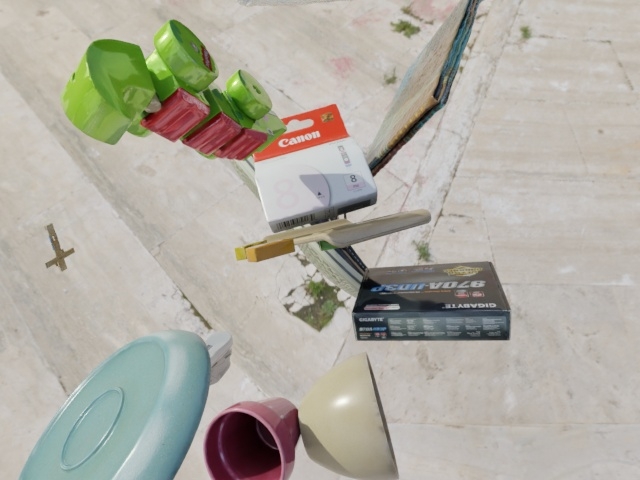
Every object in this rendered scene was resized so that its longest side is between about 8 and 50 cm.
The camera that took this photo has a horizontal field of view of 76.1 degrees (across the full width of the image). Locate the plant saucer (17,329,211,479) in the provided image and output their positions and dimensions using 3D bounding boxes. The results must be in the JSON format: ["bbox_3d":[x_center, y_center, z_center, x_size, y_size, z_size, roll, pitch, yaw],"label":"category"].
[{"bbox_3d":[-0.272,0.241,0.514,0.317,0.044,0.318,-29,33,20],"label":"plant saucer"}]

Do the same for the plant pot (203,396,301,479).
[{"bbox_3d":[-0.132,0.449,0.926,0.201,0.180,0.201,0,89,20],"label":"plant pot"}]

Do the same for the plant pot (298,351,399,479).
[{"bbox_3d":[0.056,0.429,0.975,0.190,0.284,0.284,-15,61,5],"label":"plant pot"}]

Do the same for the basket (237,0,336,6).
[{"bbox_3d":[-0.050,-0.549,0.554,0.331,0.328,0.266,27,82,40],"label":"basket"}]

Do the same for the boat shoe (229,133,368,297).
[{"bbox_3d":[-0.011,-0.061,0.966,0.156,0.187,0.500,-39,89,-12],"label":"boat shoe"}]

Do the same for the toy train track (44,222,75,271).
[{"bbox_3d":[-0.398,0.010,0.612,0.014,0.083,0.048,18,36,17],"label":"toy train track"}]

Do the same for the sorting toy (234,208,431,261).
[{"bbox_3d":[0.000,0.000,0.670,0.307,0.229,0.041,-15,96,-34],"label":"sorting toy"}]

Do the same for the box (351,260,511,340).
[{"bbox_3d":[0.172,0.093,0.656,0.220,0.051,0.175,-4,19,16],"label":"box"}]

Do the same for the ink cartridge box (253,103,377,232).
[{"bbox_3d":[-0.025,-0.144,0.716,0.189,0.066,0.232,-16,72,-3],"label":"ink cartridge box"}]

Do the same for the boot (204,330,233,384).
[{"bbox_3d":[-0.322,0.359,1.108,0.095,0.123,0.258,11,21,24],"label":"boot"}]

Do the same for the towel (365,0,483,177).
[{"bbox_3d":[0.195,-0.296,0.793,0.040,0.271,0.370,30,60,-8],"label":"towel"}]

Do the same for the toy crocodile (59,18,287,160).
[{"bbox_3d":[-0.136,-0.148,0.485,0.115,0.340,0.105,-32,81,18],"label":"toy crocodile"}]
